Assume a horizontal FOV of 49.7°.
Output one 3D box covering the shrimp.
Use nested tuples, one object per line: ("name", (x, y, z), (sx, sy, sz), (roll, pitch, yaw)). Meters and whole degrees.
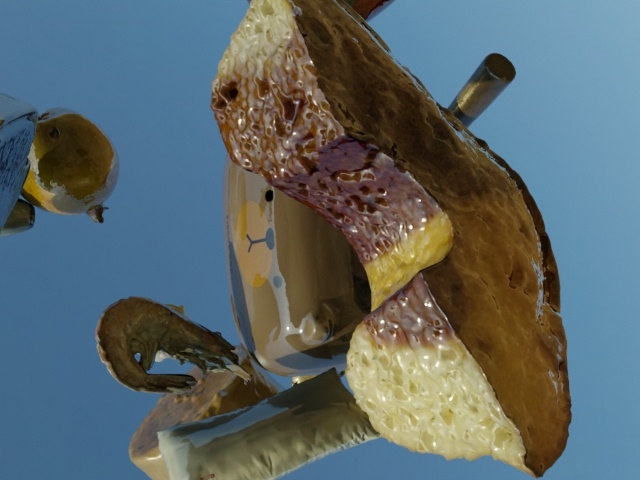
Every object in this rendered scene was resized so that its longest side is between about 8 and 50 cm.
("shrimp", (-0.195, 0.157, 0.923), (0.223, 0.047, 0.126), (29, -126, -17))

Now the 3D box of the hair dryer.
("hair dryer", (-0.668, -0.123, 1.279), (0.229, 0.092, 0.267), (-17, -68, -33))

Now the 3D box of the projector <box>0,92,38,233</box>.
("projector", (-0.425, -0.049, 0.618), (0.249, 0.248, 0.248), (21, -81, -16))

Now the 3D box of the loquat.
("loquat", (-0.501, -0.138, 1.379), (0.213, 0.213, 0.246), (-53, -49, -39))

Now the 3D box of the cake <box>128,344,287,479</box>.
("cake", (-0.173, 0.424, 1.392), (0.321, 0.332, 0.332), (52, -131, -15))

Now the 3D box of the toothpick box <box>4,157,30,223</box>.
("toothpick box", (-0.572, -0.082, 1.162), (0.120, 0.184, 0.120), (34, -166, -10))

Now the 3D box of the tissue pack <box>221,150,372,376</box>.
("tissue pack", (0.000, 0.000, 1.020), (0.267, 0.277, 0.387), (-2, -93, -25))

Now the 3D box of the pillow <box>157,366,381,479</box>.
("pillow", (-0.063, 0.230, 0.830), (0.254, 0.144, 0.078), (-19, -67, -14))

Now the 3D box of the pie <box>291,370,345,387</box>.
("pie", (0.019, 0.230, 1.328), (0.055, 0.274, 0.274), (33, -133, 17))

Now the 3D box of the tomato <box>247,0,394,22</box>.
("tomato", (0.002, -0.395, 0.911), (0.255, 0.224, 0.256), (-8, -66, -18))

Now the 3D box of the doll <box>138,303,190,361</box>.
("doll", (-0.357, 0.205, 1.547), (0.106, 0.062, 0.162), (4, -142, 11))

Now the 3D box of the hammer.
("hammer", (0.180, -0.152, 1.104), (0.168, 0.440, 0.044), (23, -115, -5))

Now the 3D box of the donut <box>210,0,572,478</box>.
("donut", (0.047, -0.015, 0.423), (0.151, 0.112, 0.295), (-19, -100, -51))
